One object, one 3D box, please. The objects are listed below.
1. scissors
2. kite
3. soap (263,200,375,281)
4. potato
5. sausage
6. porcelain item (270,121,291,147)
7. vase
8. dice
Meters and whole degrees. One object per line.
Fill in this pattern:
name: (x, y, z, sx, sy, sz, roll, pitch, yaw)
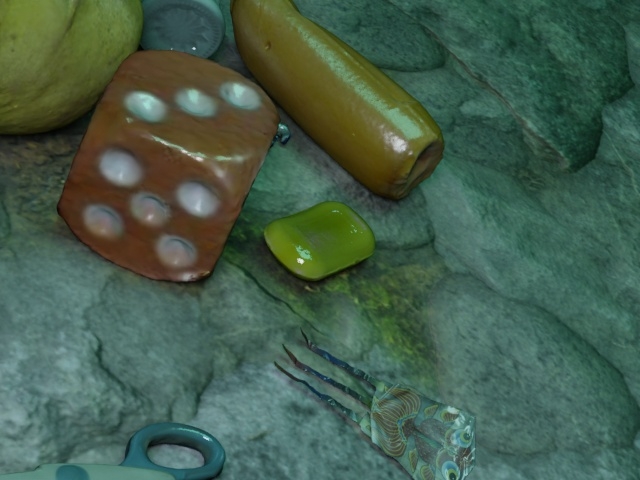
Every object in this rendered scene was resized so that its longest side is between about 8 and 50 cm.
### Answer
scissors: (-0.199, 0.206, 0.968, 0.289, 0.041, 0.138, 6, 43, -32)
kite: (0.059, 0.165, 1.194, 0.229, 0.016, 0.127, 35, 36, 2)
soap: (-0.001, 0.001, 1.307, 0.140, 0.045, 0.089, -22, 63, -45)
potato: (-0.331, -0.182, 1.172, 0.296, 0.290, 0.397, 35, 51, -39)
sausage: (-0.002, -0.197, 1.453, 0.116, 0.134, 0.354, -43, 73, -11)
porcelain item: (-0.100, -0.125, 1.403, 0.136, 0.021, 0.075, 14, 46, -18)
vase: (-0.175, -0.359, 1.524, 0.143, 0.143, 0.299, 14, 45, -18)
dice: (-0.153, -0.079, 1.201, 0.179, 0.175, 0.174, 22, 40, -3)
